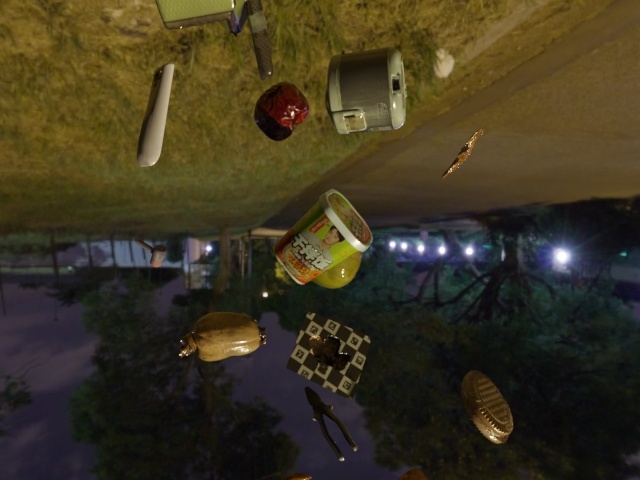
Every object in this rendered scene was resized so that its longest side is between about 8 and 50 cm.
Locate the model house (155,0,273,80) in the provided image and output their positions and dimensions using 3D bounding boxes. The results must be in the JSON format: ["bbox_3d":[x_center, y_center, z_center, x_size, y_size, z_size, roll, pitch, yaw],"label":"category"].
[{"bbox_3d":[-0.188,-0.397,0.783,0.219,0.278,0.205,-10,-172,-1],"label":"model house"}]

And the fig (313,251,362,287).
[{"bbox_3d":[0.032,0.079,2.407,0.344,0.343,0.343,2,-178,0],"label":"fig"}]

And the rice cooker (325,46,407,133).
[{"bbox_3d":[0.153,-0.505,1.634,0.277,0.288,0.288,-4,-179,14],"label":"rice cooker"}]

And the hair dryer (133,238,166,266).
[{"bbox_3d":[-0.533,0.028,1.465,0.114,0.063,0.037,32,-153,5],"label":"hair dryer"}]

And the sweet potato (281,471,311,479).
[{"bbox_3d":[-0.075,0.750,1.502,0.095,0.034,0.034,-5,-177,-6],"label":"sweet potato"}]

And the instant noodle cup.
[{"bbox_3d":[0.000,0.000,1.838,0.308,0.293,0.294,-38,167,20],"label":"instant noodle cup"}]

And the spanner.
[{"bbox_3d":[0.027,0.715,1.898,0.325,0.096,0.040,49,170,36],"label":"spanner"}]

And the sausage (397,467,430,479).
[{"bbox_3d":[0.305,0.742,1.205,0.112,0.112,0.328,0,-147,-30],"label":"sausage"}]

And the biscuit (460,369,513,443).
[{"bbox_3d":[0.594,0.593,1.700,0.079,0.259,0.259,-41,159,27],"label":"biscuit"}]

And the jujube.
[{"bbox_3d":[-0.166,-0.555,2.036,0.232,0.213,0.213,-38,168,19],"label":"jujube"}]

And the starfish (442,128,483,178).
[{"bbox_3d":[0.563,-0.337,1.876,0.043,0.240,0.227,44,-153,10],"label":"starfish"}]

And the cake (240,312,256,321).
[{"bbox_3d":[-0.290,0.349,1.835,0.099,0.100,0.235,-37,-172,-18],"label":"cake"}]

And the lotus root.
[{"bbox_3d":[-0.294,0.293,1.443,0.257,0.154,0.140,-1,-138,-10],"label":"lotus root"}]

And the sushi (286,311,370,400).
[{"bbox_3d":[0.022,0.325,1.354,0.210,0.192,0.040,26,154,-8],"label":"sushi"}]

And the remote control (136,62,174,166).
[{"bbox_3d":[-0.506,-0.379,1.433,0.055,0.312,0.109,10,178,-39],"label":"remote control"}]
